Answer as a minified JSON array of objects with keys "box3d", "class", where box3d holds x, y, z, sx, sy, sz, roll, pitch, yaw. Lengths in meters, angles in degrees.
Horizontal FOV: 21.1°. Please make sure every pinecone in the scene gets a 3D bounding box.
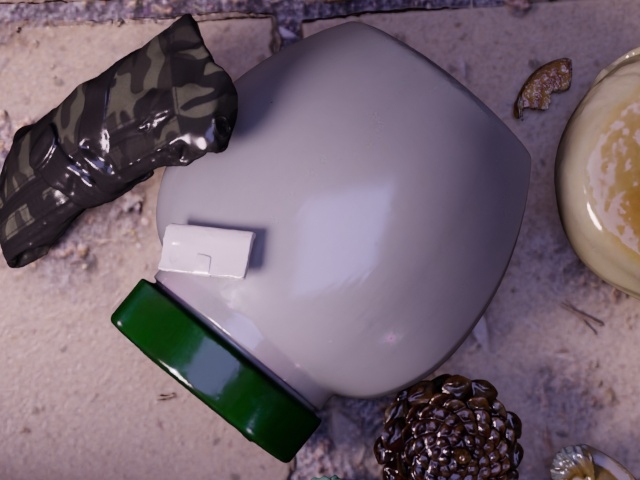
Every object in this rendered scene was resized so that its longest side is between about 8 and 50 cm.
[{"box3d":[0.115,0.190,1.575,0.140,0.121,0.140,1,80,-5],"class":"pinecone"}]

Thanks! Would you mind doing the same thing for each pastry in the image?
[{"box3d":[0.340,-0.058,1.606,0.264,0.133,0.265,0,82,-2],"class":"pastry"}]

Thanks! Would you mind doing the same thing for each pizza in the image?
[{"box3d":[0.217,-0.148,1.677,0.037,0.016,0.083,43,80,6],"class":"pizza"}]

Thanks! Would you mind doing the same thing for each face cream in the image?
[{"box3d":[0.000,0.000,1.550,0.312,0.219,0.357,39,84,10],"class":"face cream"}]

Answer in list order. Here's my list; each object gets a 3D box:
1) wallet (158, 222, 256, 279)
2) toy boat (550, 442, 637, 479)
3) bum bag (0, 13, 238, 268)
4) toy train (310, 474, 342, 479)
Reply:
[{"box3d":[-0.096,0.009,1.449,0.083,0.011,0.044,5,76,24],"class":"wallet"},{"box3d":[0.206,0.343,1.572,0.121,0.089,0.321,14,84,7],"class":"toy boat"},{"box3d":[-0.197,-0.090,1.548,0.095,0.340,0.144,14,61,-41],"class":"bum bag"},{"box3d":[0.029,0.287,1.589,0.172,0.070,0.099,41,76,6],"class":"toy train"}]
